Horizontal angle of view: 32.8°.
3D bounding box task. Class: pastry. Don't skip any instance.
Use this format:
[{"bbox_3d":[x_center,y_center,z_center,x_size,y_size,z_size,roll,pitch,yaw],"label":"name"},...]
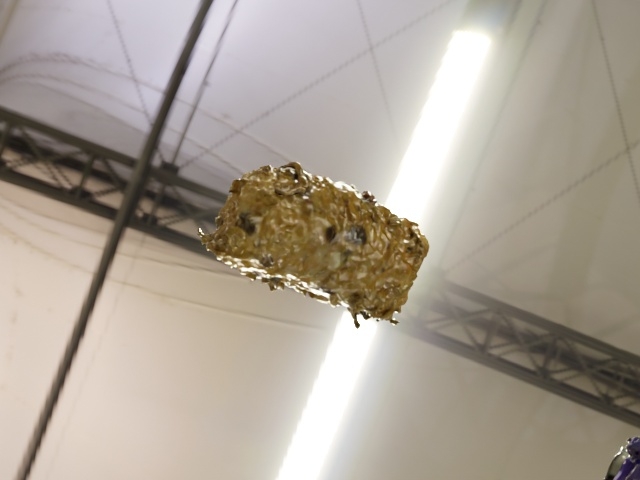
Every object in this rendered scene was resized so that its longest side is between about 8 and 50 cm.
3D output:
[{"bbox_3d":[0.000,0.000,0.652,0.056,0.140,0.080,16,-101,55],"label":"pastry"}]

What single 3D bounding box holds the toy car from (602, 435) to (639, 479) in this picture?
[{"bbox_3d":[0.263,0.282,0.826,0.172,0.158,0.235,28,-42,27],"label":"toy car"}]
